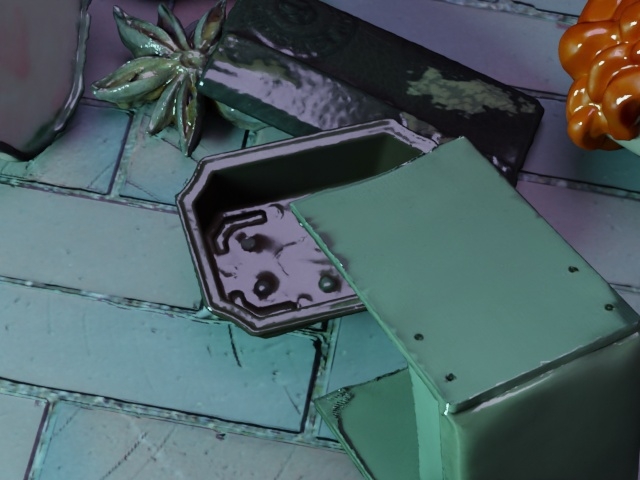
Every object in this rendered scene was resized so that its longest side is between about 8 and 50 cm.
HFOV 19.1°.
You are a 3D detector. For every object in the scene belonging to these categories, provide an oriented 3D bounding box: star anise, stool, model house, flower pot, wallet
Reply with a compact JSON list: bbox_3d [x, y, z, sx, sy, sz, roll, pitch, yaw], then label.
[{"bbox_3d":[-0.128,-0.155,1.841,0.195,0.065,0.182,-7,59,-17],"label":"star anise"},{"bbox_3d":[0.115,0.104,1.517,0.170,0.243,0.269,-22,45,-17],"label":"stool"},{"bbox_3d":[-0.370,-0.201,1.790,0.237,0.202,0.236,6,87,27],"label":"model house"},{"bbox_3d":[0.000,0.000,1.710,0.251,0.084,0.178,-13,69,-13],"label":"flower pot"},{"bbox_3d":[0.052,-0.141,1.822,0.321,0.044,0.170,24,52,-1],"label":"wallet"}]

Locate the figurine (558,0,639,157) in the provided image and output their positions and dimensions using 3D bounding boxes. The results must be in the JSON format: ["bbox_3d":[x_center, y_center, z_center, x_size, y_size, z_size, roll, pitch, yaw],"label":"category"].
[{"bbox_3d":[0.404,-0.075,1.752,0.306,0.241,0.411,-22,74,8],"label":"figurine"}]
